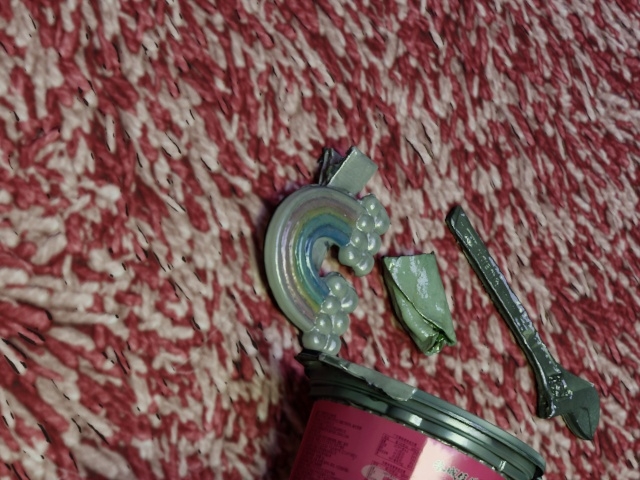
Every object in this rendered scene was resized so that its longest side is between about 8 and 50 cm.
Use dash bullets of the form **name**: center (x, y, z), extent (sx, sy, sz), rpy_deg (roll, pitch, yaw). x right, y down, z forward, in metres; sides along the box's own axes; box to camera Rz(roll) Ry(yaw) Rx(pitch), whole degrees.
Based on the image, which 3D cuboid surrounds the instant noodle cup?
- **instant noodle cup**: center (0.068, 0.248, 1.478), extent (0.302, 0.258, 0.182), rpy_deg (28, 77, -17)

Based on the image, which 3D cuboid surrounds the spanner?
- **spanner**: center (0.236, 0.100, 1.769), extent (0.093, 0.026, 0.325), rpy_deg (-39, 103, -38)

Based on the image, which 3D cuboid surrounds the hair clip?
- **hair clip**: center (0.000, 0.000, 1.597), extent (0.140, 0.054, 0.220), rpy_deg (39, 61, -32)

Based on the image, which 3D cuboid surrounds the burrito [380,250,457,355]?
- **burrito**: center (0.108, 0.068, 1.662), extent (0.074, 0.044, 0.118), rpy_deg (-10, 84, -37)
